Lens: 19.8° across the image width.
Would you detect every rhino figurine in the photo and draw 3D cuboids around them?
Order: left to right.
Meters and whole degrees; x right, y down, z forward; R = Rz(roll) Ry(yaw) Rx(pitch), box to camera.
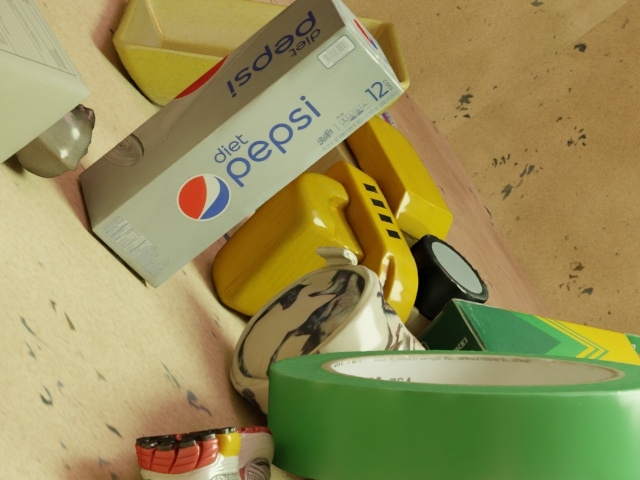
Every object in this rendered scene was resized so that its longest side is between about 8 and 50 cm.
[{"bbox_3d":[-0.274,-0.144,1.490,0.243,0.073,0.106,47,10,-26],"label":"rhino figurine"}]

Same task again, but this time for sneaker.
[{"bbox_3d":[-0.083,0.181,1.311,0.225,0.088,0.093,22,61,-79],"label":"sneaker"}]

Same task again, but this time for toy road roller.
[{"bbox_3d":[0.000,0.000,1.897,0.240,0.202,0.329,30,24,-39],"label":"toy road roller"}]

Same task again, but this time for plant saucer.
[{"bbox_3d":[-0.073,-0.211,2.171,0.332,0.081,0.333,9,19,-4],"label":"plant saucer"}]

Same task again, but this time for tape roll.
[{"bbox_3d":[0.118,0.137,1.443,0.321,0.321,0.077,-11,102,-78],"label":"tape roll"}]

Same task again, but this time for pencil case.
[{"bbox_3d":[0.093,0.202,1.700,0.410,0.160,0.183,50,49,-17],"label":"pencil case"}]

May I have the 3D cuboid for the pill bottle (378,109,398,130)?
[{"bbox_3d":[0.006,-0.111,2.331,0.169,0.169,0.301,54,10,-1],"label":"pill bottle"}]

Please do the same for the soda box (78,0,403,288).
[{"bbox_3d":[-0.073,-0.093,1.606,0.091,0.286,0.098,45,13,-33],"label":"soda box"}]

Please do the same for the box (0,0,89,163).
[{"bbox_3d":[-0.293,-0.140,1.253,0.148,0.121,0.311,56,11,12],"label":"box"}]

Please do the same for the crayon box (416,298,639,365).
[{"bbox_3d":[0.203,0.175,1.903,0.323,0.203,0.083,11,38,-42],"label":"crayon box"}]
